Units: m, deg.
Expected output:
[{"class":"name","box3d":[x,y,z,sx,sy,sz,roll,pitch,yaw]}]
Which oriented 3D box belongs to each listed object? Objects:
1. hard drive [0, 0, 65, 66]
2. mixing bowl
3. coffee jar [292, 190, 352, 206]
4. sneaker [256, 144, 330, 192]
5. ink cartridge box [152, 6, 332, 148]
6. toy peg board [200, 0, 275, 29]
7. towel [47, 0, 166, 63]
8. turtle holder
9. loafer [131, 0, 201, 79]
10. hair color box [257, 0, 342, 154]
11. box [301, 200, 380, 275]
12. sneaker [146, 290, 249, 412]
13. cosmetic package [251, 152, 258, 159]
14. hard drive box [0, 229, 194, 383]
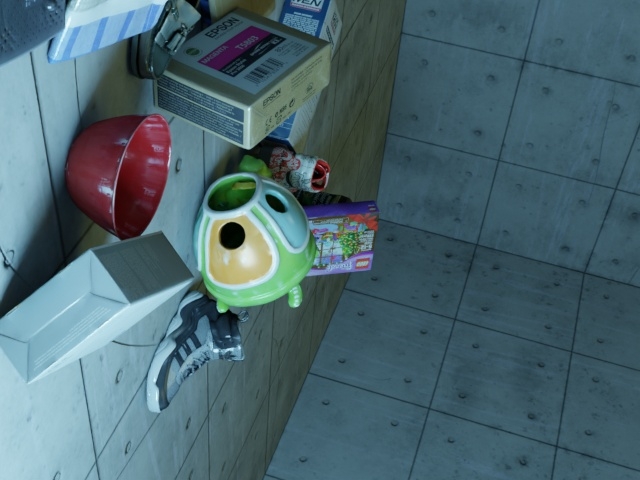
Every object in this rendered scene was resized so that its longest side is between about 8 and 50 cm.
[{"class":"hard drive","box3d":[-0.332,-0.256,0.925,0.254,0.054,0.172,-58,160,-59]},{"class":"mixing bowl","box3d":[-0.285,-0.096,1.291,0.181,0.098,0.181,16,90,-79]},{"class":"coffee jar","box3d":[-0.010,-0.091,2.544,0.096,0.184,0.079,-65,166,-50]},{"class":"sneaker","box3d":[-0.050,-0.137,2.128,0.270,0.145,0.090,58,47,-76]},{"class":"ink cartridge box","box3d":[-0.123,-0.266,1.510,0.234,0.193,0.088,-46,153,-40]},{"class":"toy peg board","box3d":[-0.158,-0.426,1.620,0.160,0.079,0.161,-51,159,-27]},{"class":"towel","box3d":[-0.213,-0.343,1.138,0.285,0.034,0.209,-51,176,34]},{"class":"turtle holder","box3d":[-0.124,-0.028,1.880,0.320,0.243,0.227,-53,137,-36]},{"class":"loafer","box3d":[-0.205,-0.360,1.376,0.096,0.084,0.267,18,87,-80]},{"class":"hair color box","box3d":[-0.055,-0.373,2.112,0.174,0.105,0.347,56,51,-77]},{"class":"box","box3d":[0.000,0.000,2.476,0.057,0.293,0.201,-111,-159,-47]},{"class":"sneaker","box3d":[-0.237,0.230,1.871,0.101,0.153,0.268,88,20,-57]},{"class":"cosmetic package","box3d":[-0.148,-0.133,2.143,0.060,0.041,0.115,-59,161,-55]},{"class":"hard drive box","box3d":[-0.297,0.083,1.261,0.181,0.089,0.232,-36,177,13]}]
